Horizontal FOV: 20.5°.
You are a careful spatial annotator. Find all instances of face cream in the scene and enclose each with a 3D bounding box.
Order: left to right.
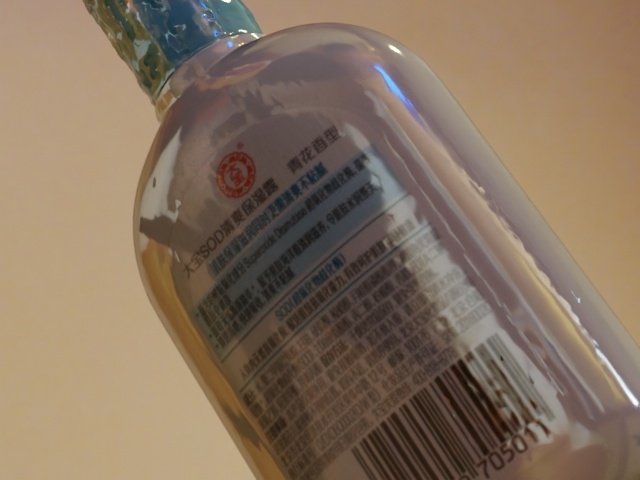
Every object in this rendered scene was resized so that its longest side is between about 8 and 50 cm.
[{"bbox_3d":[0.000,0.000,0.732,0.163,0.080,0.337,-43,-115,19],"label":"face cream"}]
